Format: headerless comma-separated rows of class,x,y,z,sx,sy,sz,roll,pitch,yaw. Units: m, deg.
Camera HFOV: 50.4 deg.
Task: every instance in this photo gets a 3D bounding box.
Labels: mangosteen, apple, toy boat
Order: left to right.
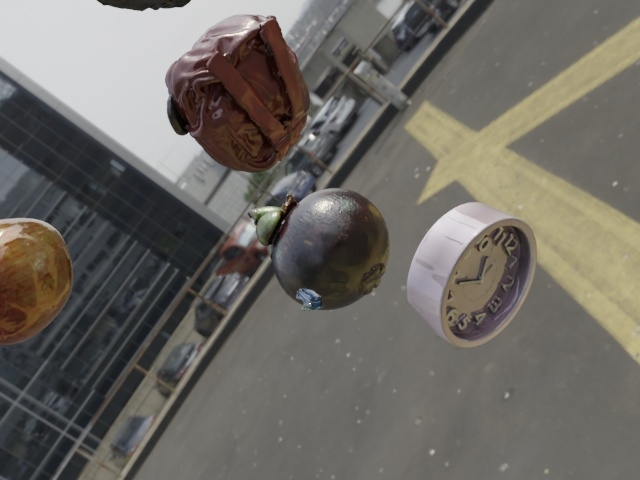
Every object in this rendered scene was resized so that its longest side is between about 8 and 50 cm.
apple,-0.367,0.044,0.806,0.146,0.146,0.131,-46,-6,32
toy boat,-0.020,0.102,1.134,0.038,0.038,0.083,-54,20,-3
mangosteen,0.000,0.000,1.682,0.306,0.359,0.306,-40,-25,-23

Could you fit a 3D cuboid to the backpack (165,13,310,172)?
backpack,-0.105,-0.205,0.984,0.138,0.229,0.229,8,57,41

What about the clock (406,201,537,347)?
clock,0.215,0.049,0.953,0.068,0.197,0.197,30,83,47

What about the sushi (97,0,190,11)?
sushi,-0.158,-0.257,0.512,0.127,0.124,0.225,-20,-8,42
